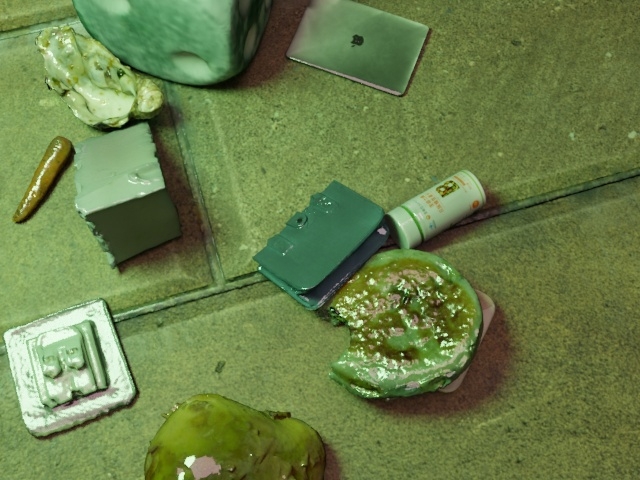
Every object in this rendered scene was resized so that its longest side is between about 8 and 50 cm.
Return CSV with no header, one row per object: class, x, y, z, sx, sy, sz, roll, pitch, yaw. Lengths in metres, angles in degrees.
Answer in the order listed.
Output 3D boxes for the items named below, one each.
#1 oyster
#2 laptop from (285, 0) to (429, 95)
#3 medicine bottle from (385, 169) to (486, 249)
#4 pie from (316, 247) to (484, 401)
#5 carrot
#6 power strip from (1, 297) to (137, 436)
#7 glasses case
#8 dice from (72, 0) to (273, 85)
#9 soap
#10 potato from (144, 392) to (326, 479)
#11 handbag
oyster,-0.438,-0.326,1.454,0.294,0.094,0.166,49,114,8
laptop,0.079,-0.424,1.571,0.269,0.015,0.188,20,71,5
medicine bottle,0.221,-0.058,1.407,0.183,0.086,0.086,-30,74,-13
pie,0.141,0.144,1.308,0.302,0.067,0.303,-5,59,8
carrot,-0.539,-0.117,1.425,0.047,0.047,0.191,22,76,6
power strip,-0.449,0.218,1.292,0.198,0.064,0.213,-21,71,-12
glasses case,0.251,0.181,1.338,0.081,0.051,0.204,26,71,8
dice,-0.270,-0.530,1.423,0.330,0.348,0.328,16,69,2
soap,-0.369,-0.140,1.323,0.158,0.258,0.302,-21,71,-8
potato,-0.137,0.376,1.181,0.299,0.196,0.247,5,71,-2
handbag,0.000,0.000,1.363,0.229,0.062,0.179,-43,53,-17
